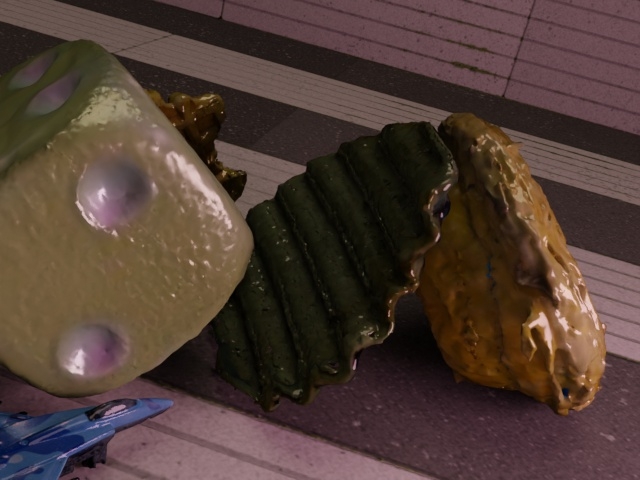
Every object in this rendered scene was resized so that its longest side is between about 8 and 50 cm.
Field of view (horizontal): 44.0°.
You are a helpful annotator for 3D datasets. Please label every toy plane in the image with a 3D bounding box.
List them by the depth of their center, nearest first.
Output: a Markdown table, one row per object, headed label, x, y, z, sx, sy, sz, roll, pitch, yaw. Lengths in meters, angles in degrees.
| label | x | y | z | sx | sy | sz | roll | pitch | yaw |
| --- | --- | --- | --- | --- | --- | --- | --- | --- | --- |
| toy plane | -0.233 | 0.177 | 0.669 | 0.246 | 0.078 | 0.169 | -4 | 29 | -47 |

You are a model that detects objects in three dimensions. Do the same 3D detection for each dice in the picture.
| label | x | y | z | sx | sy | sz | roll | pitch | yaw |
| --- | --- | --- | --- | --- | --- | --- | --- | --- | --- |
| dice | -0.232 | -0.022 | 0.764 | 0.254 | 0.250 | 0.252 | 53 | -5 | -34 |

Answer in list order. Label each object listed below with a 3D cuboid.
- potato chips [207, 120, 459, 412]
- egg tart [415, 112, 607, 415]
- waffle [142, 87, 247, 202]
| label | x | y | z | sx | sy | sz | roll | pitch | yaw |
| --- | --- | --- | --- | --- | --- | --- | --- | --- | --- |
| potato chips | 0.000 | 0.000 | 0.899 | 0.070 | 0.358 | 0.429 | 40 | 9 | -25 |
| egg tart | 0.194 | 0.039 | 0.942 | 0.169 | 0.388 | 0.388 | -22 | 26 | 4 |
| waffle | -0.201 | -0.067 | 0.988 | 0.291 | 0.291 | 0.051 | -9 | 44 | -42 |
